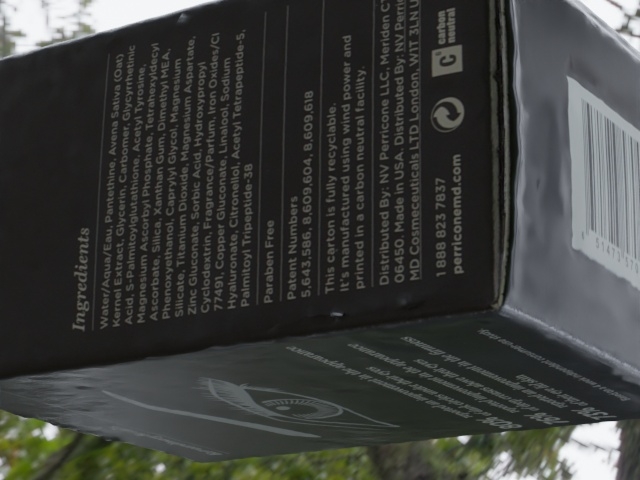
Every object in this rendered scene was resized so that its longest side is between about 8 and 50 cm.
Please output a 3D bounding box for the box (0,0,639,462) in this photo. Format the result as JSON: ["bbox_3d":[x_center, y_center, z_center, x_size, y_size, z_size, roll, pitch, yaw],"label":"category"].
[{"bbox_3d":[0.000,0.000,0.531,0.207,0.153,0.108,-9,-109,31],"label":"box"}]
